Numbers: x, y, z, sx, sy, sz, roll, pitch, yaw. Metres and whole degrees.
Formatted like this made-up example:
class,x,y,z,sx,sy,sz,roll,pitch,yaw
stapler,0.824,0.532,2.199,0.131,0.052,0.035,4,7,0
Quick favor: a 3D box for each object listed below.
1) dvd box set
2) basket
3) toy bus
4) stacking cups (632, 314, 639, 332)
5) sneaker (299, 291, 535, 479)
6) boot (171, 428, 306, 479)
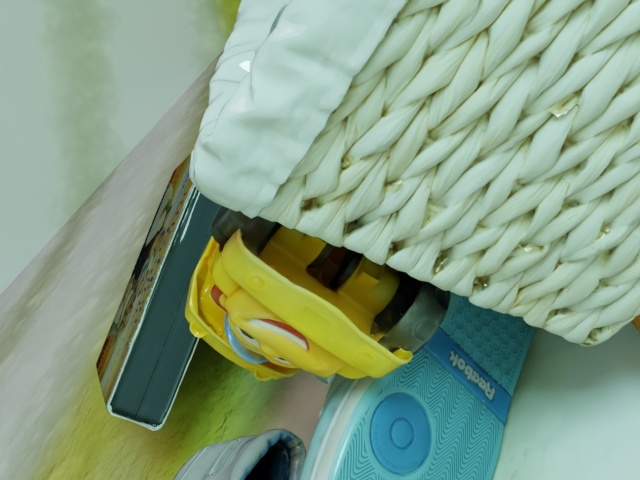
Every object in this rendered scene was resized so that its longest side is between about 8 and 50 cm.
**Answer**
class,x,y,z,sx,sy,sz,roll,pitch,yaw
dvd box set,-0.178,0.038,1.020,0.307,0.062,0.420,-69,14,-7
basket,0.129,-0.169,0.480,0.331,0.267,0.328,-50,22,34
toy bus,-0.024,0.021,0.605,0.211,0.149,0.220,-42,17,35
stacking cups,0.222,-0.003,0.589,0.096,0.096,0.316,-39,24,12
sneaker,0.037,0.113,0.667,0.208,0.127,0.319,-19,26,48
boot,-0.097,0.254,0.673,0.123,0.095,0.258,-34,22,42
